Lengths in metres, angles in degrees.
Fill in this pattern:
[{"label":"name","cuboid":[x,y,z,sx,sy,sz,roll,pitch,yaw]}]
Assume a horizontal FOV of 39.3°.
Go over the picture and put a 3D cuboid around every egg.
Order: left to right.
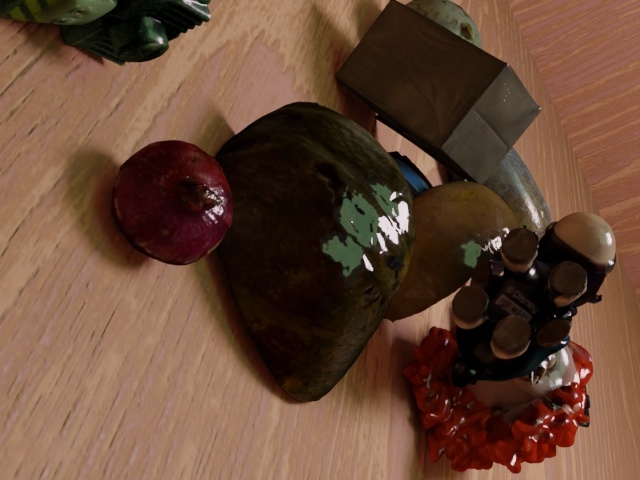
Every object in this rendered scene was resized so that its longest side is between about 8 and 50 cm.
[{"label":"egg","cuboid":[0.186,-0.329,1.526,0.169,0.169,0.231,52,19,-36]}]

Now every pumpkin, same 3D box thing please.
[{"label":"pumpkin","cuboid":[0.000,0.000,0.887,0.148,0.169,0.312,-8,80,-68]}]

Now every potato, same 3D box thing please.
[{"label":"potato","cuboid":[0.173,-0.010,1.189,0.261,0.100,0.120,-39,106,-24]}]

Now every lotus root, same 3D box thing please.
[{"label":"lotus root","cuboid":[0.312,-0.111,1.672,0.322,0.140,0.158,63,0,2]}]

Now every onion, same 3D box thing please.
[{"label":"onion","cuboid":[-0.121,-0.032,0.753,0.107,0.097,0.107,12,72,-42]}]

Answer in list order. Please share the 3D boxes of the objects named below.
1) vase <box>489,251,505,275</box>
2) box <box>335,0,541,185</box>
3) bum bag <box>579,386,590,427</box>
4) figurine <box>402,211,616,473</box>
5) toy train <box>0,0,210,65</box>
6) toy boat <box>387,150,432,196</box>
[{"label":"vase","cuboid":[0.289,0.049,1.553,0.120,0.120,0.182,31,62,-55]},{"label":"box","cuboid":[0.166,-0.213,1.300,0.231,0.155,0.149,42,7,35]},{"label":"bum bag","cuboid":[0.529,0.300,1.911,0.102,0.069,0.248,58,29,-30]},{"label":"figurine","cuboid":[0.256,0.135,1.169,0.306,0.241,0.411,-49,155,-43]},{"label":"toy train","cuboid":[-0.212,-0.305,0.726,0.178,0.139,0.330,-12,86,-56]},{"label":"toy boat","cuboid":[0.126,-0.023,1.277,0.097,0.100,0.223,-42,107,-35]}]
